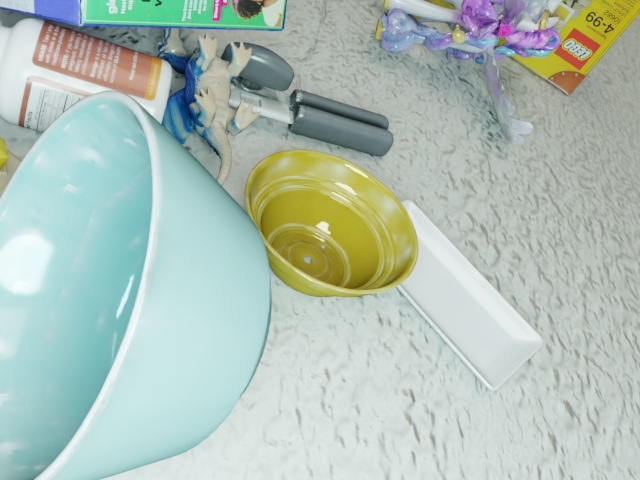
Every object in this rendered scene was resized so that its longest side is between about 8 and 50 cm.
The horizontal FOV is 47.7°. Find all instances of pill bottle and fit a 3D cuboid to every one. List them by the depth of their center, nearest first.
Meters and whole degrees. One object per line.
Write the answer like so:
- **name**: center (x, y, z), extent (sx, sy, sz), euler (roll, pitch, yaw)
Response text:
- **pill bottle**: center (-0.287, -0.177, 0.818), extent (0.216, 0.121, 0.121), euler (15, 45, -20)

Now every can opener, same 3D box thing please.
- **can opener**: center (-0.016, -0.192, 1.035), extent (0.280, 0.093, 0.074), euler (16, 43, -25)

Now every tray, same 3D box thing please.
- **tray**: center (0.158, 0.066, 0.941), extent (0.145, 0.030, 0.270), euler (-26, 68, -43)

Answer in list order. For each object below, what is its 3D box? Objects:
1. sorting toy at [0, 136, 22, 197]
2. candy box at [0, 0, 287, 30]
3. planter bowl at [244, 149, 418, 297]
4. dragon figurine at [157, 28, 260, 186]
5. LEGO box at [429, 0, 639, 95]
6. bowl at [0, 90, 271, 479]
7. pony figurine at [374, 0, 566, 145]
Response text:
- **sorting toy**: center (-0.367, -0.104, 0.663), extent (0.193, 0.038, 0.208), euler (41, 10, -16)
- **candy box**: center (-0.238, -0.336, 0.898), extent (0.268, 0.122, 0.317), euler (22, 26, 34)
- **planter bowl**: center (0.000, 0.000, 0.856), extent (0.217, 0.090, 0.217), euler (16, 44, -16)
- **dragon figurine**: center (-0.149, -0.161, 0.917), extent (0.085, 0.144, 0.289), euler (4, 69, -32)
- **LEGO box**: center (0.432, -0.608, 1.489), extent (0.500, 0.372, 0.193), euler (34, 42, 1)
- **bowl**: center (-0.157, 0.056, 0.588), extent (0.163, 0.311, 0.311), euler (25, 38, -41)
- **pony figurine**: center (0.286, -0.380, 1.295), extent (0.363, 0.303, 0.351), euler (12, 35, -1)
